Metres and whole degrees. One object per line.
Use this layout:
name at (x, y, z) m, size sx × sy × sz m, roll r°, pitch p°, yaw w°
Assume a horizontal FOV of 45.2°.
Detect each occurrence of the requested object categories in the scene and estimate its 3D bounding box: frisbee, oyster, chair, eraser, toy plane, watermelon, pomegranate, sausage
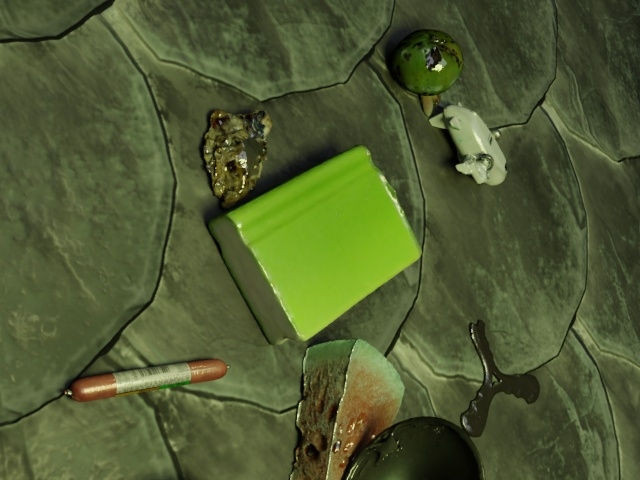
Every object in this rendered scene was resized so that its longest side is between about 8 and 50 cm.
frisbee at (0.296, 0.229, 1.336) m, size 0.211 × 0.012 × 0.187 m, roll -22°, pitch 93°, yaw -37°
oyster at (-0.115, -0.117, 1.083) m, size 0.103 × 0.051 × 0.148 m, roll 4°, pitch 87°, yaw -29°
chair at (0.225, 0.431, 1.064) m, size 0.401 × 0.226 × 0.226 m, roll 43°, pitch 57°, yaw -34°
eraser at (0.000, 0.000, 1.118) m, size 0.274 × 0.092 × 0.210 m, roll -34°, pitch 100°, yaw -36°
toy plane at (0.271, -0.168, 1.370) m, size 0.174 × 0.080 × 0.174 m, roll 31°, pitch 45°, yaw -37°
watermelon at (0.029, 0.274, 1.088) m, size 0.154 × 0.094 × 0.241 m, roll 39°, pitch 60°, yaw -35°
pomegranate at (0.185, -0.289, 1.325) m, size 0.122 × 0.122 × 0.161 m, roll -53°, pitch 149°, yaw -33°
sausage at (-0.208, 0.172, 0.955) m, size 0.223 × 0.029 × 0.029 m, roll -2°, pitch 81°, yaw -37°
